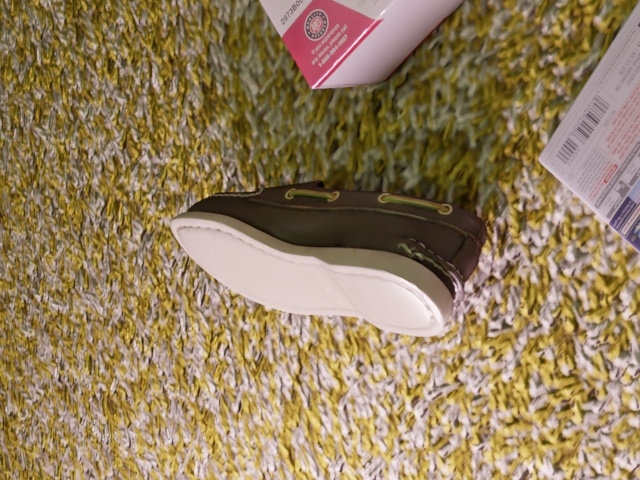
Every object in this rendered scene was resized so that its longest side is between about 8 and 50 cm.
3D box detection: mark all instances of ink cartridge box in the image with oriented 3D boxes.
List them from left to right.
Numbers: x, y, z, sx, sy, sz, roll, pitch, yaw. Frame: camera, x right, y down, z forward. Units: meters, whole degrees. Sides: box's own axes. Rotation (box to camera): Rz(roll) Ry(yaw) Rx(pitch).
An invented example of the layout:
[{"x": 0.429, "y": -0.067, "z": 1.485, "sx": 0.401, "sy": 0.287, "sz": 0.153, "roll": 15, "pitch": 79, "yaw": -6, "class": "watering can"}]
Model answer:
[{"x": 0.014, "y": -0.271, "z": 1.103, "sx": 0.172, "sy": 0.100, "sz": 0.237, "roll": -43, "pitch": 69, "yaw": 38, "class": "ink cartridge box"}]

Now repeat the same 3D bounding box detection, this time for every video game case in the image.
[{"x": 0.271, "y": -0.079, "z": 0.957, "sx": 0.183, "sy": 0.023, "sz": 0.201, "roll": 47, "pitch": 125, "yaw": 26, "class": "video game case"}]

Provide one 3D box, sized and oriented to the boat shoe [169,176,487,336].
[{"x": 0.000, "y": 0.000, "z": 1.172, "sx": 0.324, "sy": 0.096, "sz": 0.116, "roll": 10, "pitch": 145, "yaw": 45, "class": "boat shoe"}]
